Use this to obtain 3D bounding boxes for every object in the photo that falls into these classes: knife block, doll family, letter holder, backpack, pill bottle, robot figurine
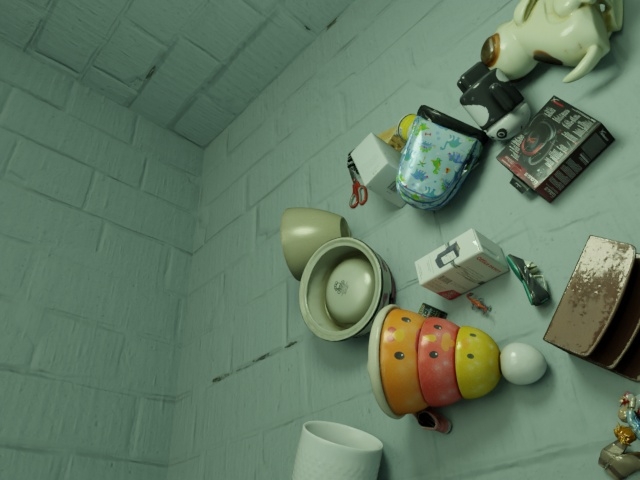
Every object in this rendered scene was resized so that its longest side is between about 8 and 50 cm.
[{"bbox_3d":[0.243,-0.415,2.318,0.275,0.088,0.242,-56,37,11],"label":"knife block"},{"bbox_3d":[0.747,0.427,1.114,0.163,0.118,0.263,-37,40,16],"label":"doll family"},{"bbox_3d":[0.744,0.170,1.274,0.214,0.152,0.301,23,87,53],"label":"letter holder"},{"bbox_3d":[0.416,-0.283,1.874,0.355,0.290,0.273,-65,-9,18],"label":"backpack"},{"bbox_3d":[0.411,-0.440,2.085,0.119,0.119,0.208,-56,32,11],"label":"pill bottle"},{"bbox_3d":[0.596,-0.478,1.768,0.173,0.278,0.209,-40,-2,44],"label":"robot figurine"}]

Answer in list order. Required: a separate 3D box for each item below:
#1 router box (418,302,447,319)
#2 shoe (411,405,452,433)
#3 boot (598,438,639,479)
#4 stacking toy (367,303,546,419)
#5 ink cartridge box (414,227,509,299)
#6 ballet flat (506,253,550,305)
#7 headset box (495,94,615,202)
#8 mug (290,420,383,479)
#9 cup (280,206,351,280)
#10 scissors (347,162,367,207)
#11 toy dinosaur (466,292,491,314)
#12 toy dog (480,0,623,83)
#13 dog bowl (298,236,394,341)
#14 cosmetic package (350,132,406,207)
[{"bbox_3d":[0.372,0.287,1.761,0.092,0.038,0.122,22,86,54],"label":"router box"},{"bbox_3d":[0.327,0.550,1.615,0.178,0.081,0.063,21,85,54],"label":"shoe"},{"bbox_3d":[0.714,0.527,1.186,0.118,0.042,0.087,42,111,50],"label":"boot"},{"bbox_3d":[0.409,0.352,1.511,0.480,0.350,0.350,-8,61,27],"label":"stacking toy"},{"bbox_3d":[0.459,0.082,1.663,0.237,0.172,0.100,-35,44,33],"label":"ink cartridge box"},{"bbox_3d":[0.629,0.111,1.532,0.074,0.074,0.203,-43,34,26],"label":"ballet flat"},{"bbox_3d":[0.721,-0.278,1.614,0.293,0.110,0.218,-50,37,18],"label":"headset box"},{"bbox_3d":[0.031,0.801,1.711,0.374,0.276,0.327,151,132,-81],"label":"mug"},{"bbox_3d":[0.000,0.000,2.216,0.237,0.331,0.331,-10,58,18],"label":"cup"},{"bbox_3d":[0.171,-0.277,2.387,0.109,0.021,0.297,-33,44,39],"label":"scissors"},{"bbox_3d":[0.503,0.195,1.633,0.082,0.090,0.047,39,85,22],"label":"toy dinosaur"},{"bbox_3d":[0.760,-0.680,1.726,0.408,0.285,0.395,-6,82,51],"label":"toy dog"},{"bbox_3d":[0.112,0.198,1.997,0.408,0.150,0.407,-15,67,38],"label":"dog bowl"},{"bbox_3d":[0.270,-0.289,2.089,0.138,0.224,0.224,-46,40,24],"label":"cosmetic package"}]
